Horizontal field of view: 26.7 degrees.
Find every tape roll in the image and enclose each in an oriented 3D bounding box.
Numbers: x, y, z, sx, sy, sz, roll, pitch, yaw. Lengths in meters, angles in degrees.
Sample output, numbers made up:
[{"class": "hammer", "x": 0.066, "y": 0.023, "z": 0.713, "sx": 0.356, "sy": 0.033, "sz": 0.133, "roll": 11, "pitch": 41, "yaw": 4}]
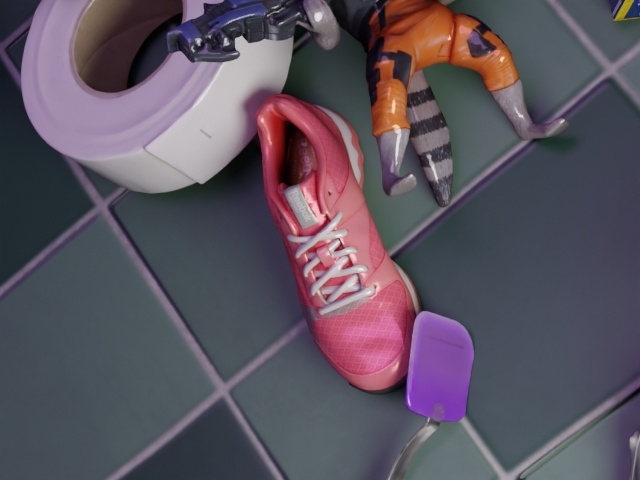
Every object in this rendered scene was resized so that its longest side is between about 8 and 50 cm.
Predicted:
[{"class": "tape roll", "x": -0.171, "y": -0.195, "z": 1.392, "sx": 0.286, "sy": 0.100, "sz": 0.286, "roll": -12, "pitch": 65, "yaw": 27}]

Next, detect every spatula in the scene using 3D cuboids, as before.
[{"class": "spatula", "x": 0.078, "y": 0.215, "z": 1.251, "sx": 0.030, "sy": 0.084, "sz": 0.296, "roll": 21, "pitch": 92, "yaw": 51}]

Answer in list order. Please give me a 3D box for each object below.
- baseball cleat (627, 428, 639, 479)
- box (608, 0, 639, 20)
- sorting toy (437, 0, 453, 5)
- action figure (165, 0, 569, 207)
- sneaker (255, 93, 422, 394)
[{"class": "baseball cleat", "x": 0.308, "y": 0.217, "z": 1.157, "sx": 0.109, "sy": 0.072, "sz": 0.206, "roll": 14, "pitch": 93, "yaw": 24}, {"class": "box", "x": 0.294, "y": -0.298, "z": 1.285, "sx": 0.054, "sy": 0.059, "sz": 0.169, "roll": -7, "pitch": 73, "yaw": -5}, {"class": "sorting toy", "x": 0.148, "y": -0.361, "z": 1.376, "sx": 0.193, "sy": 0.038, "sz": 0.208, "roll": -30, "pitch": 68, "yaw": 12}, {"class": "action figure", "x": 0.028, "y": -0.187, "z": 1.275, "sx": 0.341, "sy": 0.178, "sz": 0.330, "roll": -25, "pitch": 74, "yaw": -14}, {"class": "sneaker", "x": -0.001, "y": 0.000, "z": 1.288, "sx": 0.116, "sy": 0.136, "sz": 0.314, "roll": -25, "pitch": 69, "yaw": 15}]
